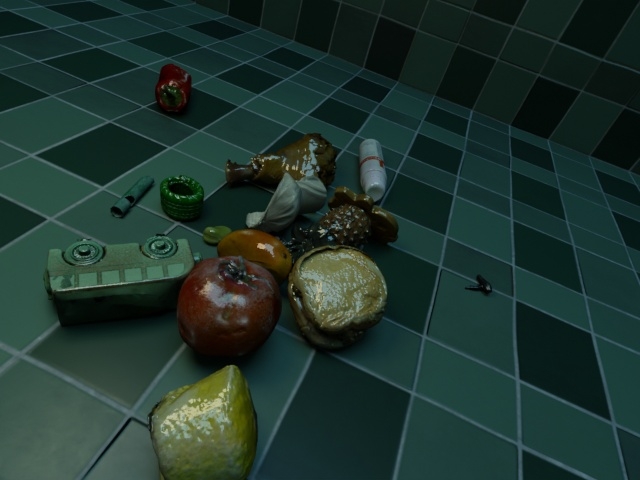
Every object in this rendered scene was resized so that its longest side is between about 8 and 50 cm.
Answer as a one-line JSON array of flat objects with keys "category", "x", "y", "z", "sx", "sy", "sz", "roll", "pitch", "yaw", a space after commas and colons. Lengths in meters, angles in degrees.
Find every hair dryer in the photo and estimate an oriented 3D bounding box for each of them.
[{"category": "hair dryer", "x": 0.484, "y": 0.136, "z": 1.307, "sx": 0.083, "sy": 0.031, "sz": 0.079, "roll": -1, "pitch": 31, "yaw": -11}]

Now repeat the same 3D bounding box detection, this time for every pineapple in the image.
[{"category": "pineapple", "x": 0.000, "y": 0.000, "z": 1.197, "sx": 0.310, "sy": 0.141, "sz": 0.170, "roll": -30, "pitch": 59, "yaw": -34}]

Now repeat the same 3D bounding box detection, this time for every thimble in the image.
[{"category": "thimble", "x": -0.399, "y": -0.124, "z": 1.207, "sx": 0.118, "sy": 0.090, "sz": 0.130, "roll": -7, "pitch": 45, "yaw": -26}]

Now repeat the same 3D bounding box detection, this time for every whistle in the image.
[{"category": "whistle", "x": -0.535, "y": -0.131, "z": 1.204, "sx": 0.039, "sy": 0.039, "sz": 0.186, "roll": 17, "pitch": 38, "yaw": -2}]

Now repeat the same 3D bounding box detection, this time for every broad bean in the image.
[{"category": "broad bean", "x": -0.283, "y": -0.017, "z": 1.166, "sx": 0.083, "sy": 0.045, "sz": 0.063, "roll": -9, "pitch": 34, "yaw": -41}]

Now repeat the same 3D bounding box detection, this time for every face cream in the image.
[{"category": "face cream", "x": 0.200, "y": -0.273, "z": 1.617, "sx": 0.101, "sy": 0.102, "sz": 0.346, "roll": 12, "pitch": 37, "yaw": -8}]

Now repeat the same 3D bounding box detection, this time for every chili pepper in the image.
[{"category": "chili pepper", "x": -0.574, "y": -0.565, "z": 1.629, "sx": 0.134, "sy": 0.131, "sz": 0.338, "roll": 26, "pitch": 27, "yaw": -32}]

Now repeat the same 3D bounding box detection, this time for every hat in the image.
[{"category": "hat", "x": -0.088, "y": -0.082, "z": 1.241, "sx": 0.225, "sy": 0.219, "sz": 0.164, "roll": 16, "pitch": 51, "yaw": -32}]

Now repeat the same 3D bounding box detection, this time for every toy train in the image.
[{"category": "toy train", "x": -0.421, "y": 0.081, "z": 0.926, "sx": 0.326, "sy": 0.129, "sz": 0.159, "roll": -5, "pitch": 48, "yaw": -26}]

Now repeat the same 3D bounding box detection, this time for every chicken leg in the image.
[{"category": "chicken leg", "x": -0.106, "y": -0.219, "z": 1.401, "sx": 0.409, "sy": 0.182, "sz": 0.295, "roll": -9, "pitch": 62, "yaw": -25}]

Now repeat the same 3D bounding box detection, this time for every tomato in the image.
[{"category": "tomato", "x": -0.193, "y": 0.144, "z": 0.895, "sx": 0.232, "sy": 0.189, "sz": 0.232, "roll": 23, "pitch": 25, "yaw": -11}]

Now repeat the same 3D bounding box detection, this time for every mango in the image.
[{"category": "mango", "x": -0.170, "y": 0.039, "z": 1.070, "sx": 0.217, "sy": 0.141, "sz": 0.102, "roll": 11, "pitch": 44, "yaw": 22}]

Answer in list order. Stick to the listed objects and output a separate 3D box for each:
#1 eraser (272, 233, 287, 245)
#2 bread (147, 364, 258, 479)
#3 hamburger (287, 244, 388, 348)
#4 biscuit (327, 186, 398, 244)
[{"category": "eraser", "x": -0.152, "y": 0.023, "z": 1.179, "sx": 0.052, "sy": 0.029, "sz": 0.122, "roll": 38, "pitch": 43, "yaw": 23}, {"category": "bread", "x": -0.189, "y": 0.314, "z": 0.703, "sx": 0.170, "sy": 0.197, "sz": 0.197, "roll": -7, "pitch": 45, "yaw": -19}, {"category": "hamburger", "x": 0.038, "y": 0.120, "z": 1.027, "sx": 0.243, "sy": 0.146, "sz": 0.286, "roll": 30, "pitch": 52, "yaw": -9}, {"category": "biscuit", "x": 0.140, "y": -0.077, "z": 1.306, "sx": 0.248, "sy": 0.184, "sz": 0.035, "roll": 32, "pitch": 62, "yaw": 1}]
